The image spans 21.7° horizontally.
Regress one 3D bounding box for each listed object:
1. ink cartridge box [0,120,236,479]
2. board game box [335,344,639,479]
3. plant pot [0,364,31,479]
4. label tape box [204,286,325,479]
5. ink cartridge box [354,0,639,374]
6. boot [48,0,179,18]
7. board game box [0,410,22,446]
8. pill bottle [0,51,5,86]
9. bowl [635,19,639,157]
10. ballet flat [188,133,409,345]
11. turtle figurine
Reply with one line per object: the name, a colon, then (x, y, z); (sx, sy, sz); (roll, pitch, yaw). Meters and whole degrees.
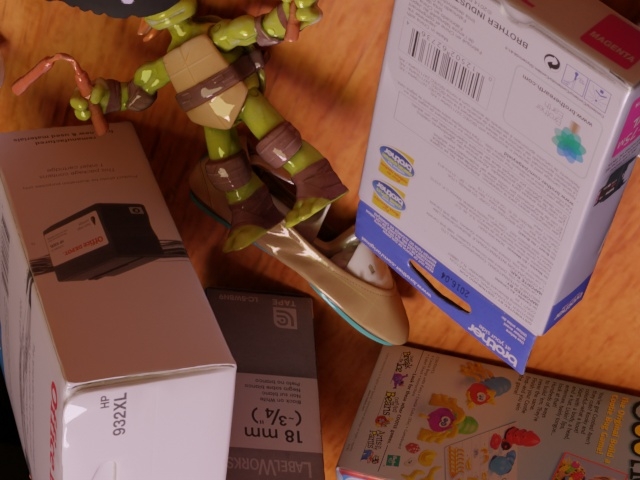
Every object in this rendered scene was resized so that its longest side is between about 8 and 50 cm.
ink cartridge box: (-0.172, 0.085, 1.307); (0.129, 0.307, 0.223); (-7, 130, -18)
board game box: (0.169, 0.209, 1.439); (0.275, 0.144, 0.142); (12, 141, 16)
plant pot: (-0.293, 0.197, 1.573); (0.274, 0.275, 0.293); (24, 145, 1)
label tape box: (-0.076, 0.245, 1.449); (0.106, 0.334, 0.241); (6, 144, -15)
ink cartridge box: (0.122, -0.060, 1.174); (0.186, 0.065, 0.311); (39, 144, 22)
boot: (-0.233, -0.298, 1.076); (0.348, 0.131, 0.260); (11, 142, 10)
board game box: (-0.458, 0.111, 1.729); (0.213, 0.046, 0.317); (-12, 129, 38)
pill bottle: (-0.329, -0.119, 1.365); (0.160, 0.087, 0.087); (-22, 123, 42)
bowl: (0.261, -0.104, 1.106); (0.142, 0.053, 0.142); (25, 141, -3)
ballet flat: (0.000, 0.000, 1.348); (0.232, 0.080, 0.073); (36, 110, -19)
turtle figurine: (-0.085, -0.104, 1.246); (0.269, 0.087, 0.217); (-24, 100, 24)
